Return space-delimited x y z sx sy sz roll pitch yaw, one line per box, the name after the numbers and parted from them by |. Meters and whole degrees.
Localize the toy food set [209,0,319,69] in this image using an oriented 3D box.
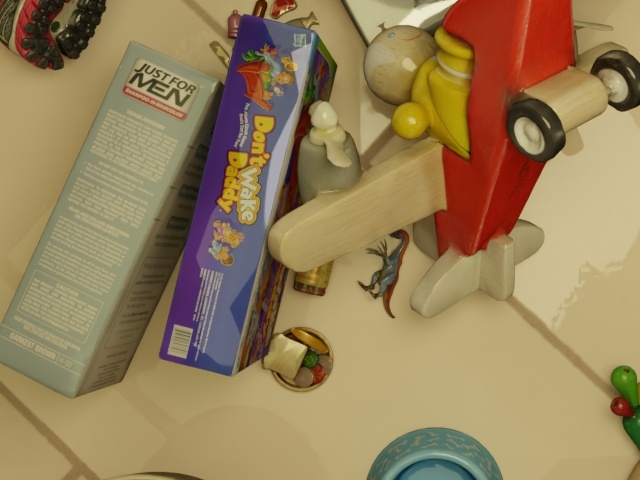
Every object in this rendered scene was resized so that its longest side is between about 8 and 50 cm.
-0.070 -0.250 1.443 0.122 0.019 0.078 -38 86 4 | toy food set

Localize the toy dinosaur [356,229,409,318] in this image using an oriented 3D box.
0.081 0.029 1.426 0.082 0.047 0.090 -43 119 -5 | toy dinosaur

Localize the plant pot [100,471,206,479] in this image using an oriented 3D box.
-0.161 0.359 1.319 0.256 0.274 0.257 0 89 6 | plant pot

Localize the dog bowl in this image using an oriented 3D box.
0.153 0.363 1.387 0.166 0.074 0.297 -20 87 6 | dog bowl

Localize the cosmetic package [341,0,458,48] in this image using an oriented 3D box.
0.161 -0.415 1.385 0.377 0.097 0.284 -29 89 5 | cosmetic package

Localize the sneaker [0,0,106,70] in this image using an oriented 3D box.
-0.284 -0.349 1.424 0.112 0.121 0.299 32 84 36 | sneaker

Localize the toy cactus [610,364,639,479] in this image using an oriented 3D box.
0.402 0.239 1.357 0.219 0.112 0.180 33 103 -3 | toy cactus

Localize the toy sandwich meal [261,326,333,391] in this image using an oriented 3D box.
-0.026 0.139 1.429 0.085 0.029 0.086 0 89 6 | toy sandwich meal

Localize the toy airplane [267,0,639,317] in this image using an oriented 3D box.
0.146 -0.109 1.277 0.384 0.386 0.272 -48 68 14 | toy airplane

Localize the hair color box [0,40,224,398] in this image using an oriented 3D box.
-0.220 -0.020 1.373 0.113 0.185 0.374 26 92 6 | hair color box

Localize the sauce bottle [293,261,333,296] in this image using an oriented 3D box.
0.000 0.000 1.423 0.042 0.042 0.128 12 90 6 | sauce bottle

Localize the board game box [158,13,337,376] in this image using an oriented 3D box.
-0.069 -0.044 1.291 0.078 0.233 0.347 14 92 6 | board game box
